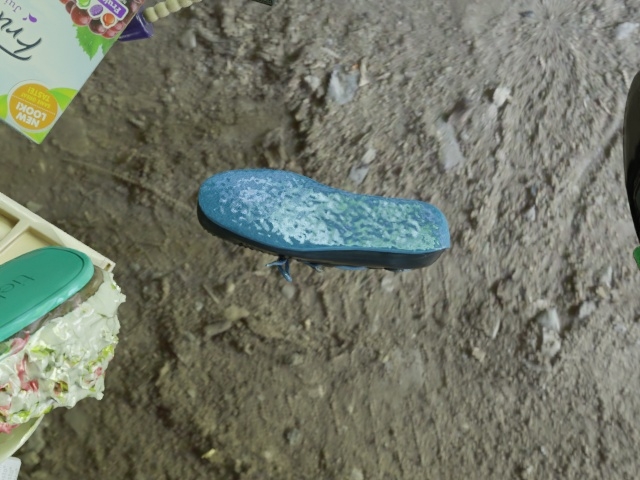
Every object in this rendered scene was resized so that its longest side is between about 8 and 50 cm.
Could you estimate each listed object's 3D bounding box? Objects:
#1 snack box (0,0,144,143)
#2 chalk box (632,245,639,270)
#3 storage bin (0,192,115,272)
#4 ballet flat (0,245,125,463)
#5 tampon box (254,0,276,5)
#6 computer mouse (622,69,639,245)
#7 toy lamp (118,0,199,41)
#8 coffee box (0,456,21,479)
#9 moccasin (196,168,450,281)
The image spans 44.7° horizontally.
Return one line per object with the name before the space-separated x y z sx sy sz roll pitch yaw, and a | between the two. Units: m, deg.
snack box | -0.176 -0.131 0.394 0.141 0.037 0.100 37 86 -25
chalk box | 0.372 -0.001 0.633 0.213 0.132 0.132 -25 62 21
storage bin | -0.327 0.041 0.598 0.260 0.123 0.262 34 147 -9
ballet flat | -0.171 0.079 0.288 0.091 0.241 0.077 23 126 36
tampon box | -0.109 -0.476 1.222 0.120 0.101 0.161 21 149 16
computer mouse | 0.215 0.023 0.386 0.072 0.188 0.272 -5 62 7
toy lamp | -0.283 -0.466 1.529 0.274 0.080 0.080 -22 98 11
coffee box | -0.476 0.275 0.518 0.337 0.334 0.338 -7 63 34
moccasin | 0.000 0.000 1.047 0.342 0.138 0.117 13 149 -7
